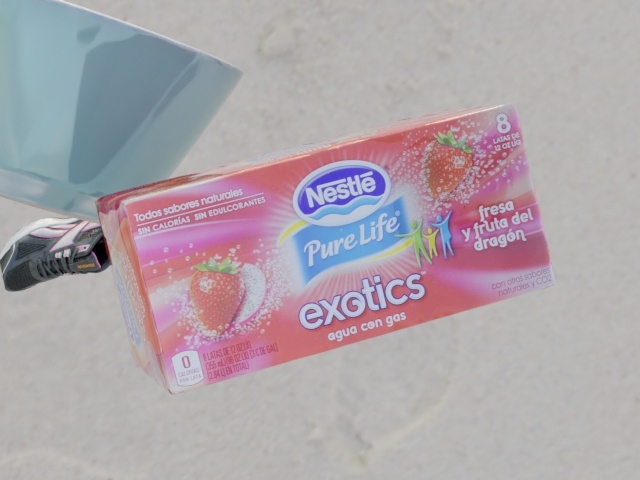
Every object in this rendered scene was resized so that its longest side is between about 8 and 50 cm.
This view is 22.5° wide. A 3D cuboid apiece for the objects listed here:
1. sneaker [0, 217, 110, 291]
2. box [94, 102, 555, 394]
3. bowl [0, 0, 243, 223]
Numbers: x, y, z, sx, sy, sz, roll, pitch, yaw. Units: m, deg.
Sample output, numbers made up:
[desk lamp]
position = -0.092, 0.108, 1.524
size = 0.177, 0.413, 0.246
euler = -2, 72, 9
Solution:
[sneaker]
position = -0.281, 0.011, 1.831
size = 0.178, 0.072, 0.077
euler = -29, 41, -5
[box]
position = 0.000, 0.000, 1.199
size = 0.300, 0.154, 0.142
euler = -15, 96, -14
[bowl]
position = -0.236, -0.114, 1.362
size = 0.312, 0.311, 0.163
euler = 17, 90, -27
